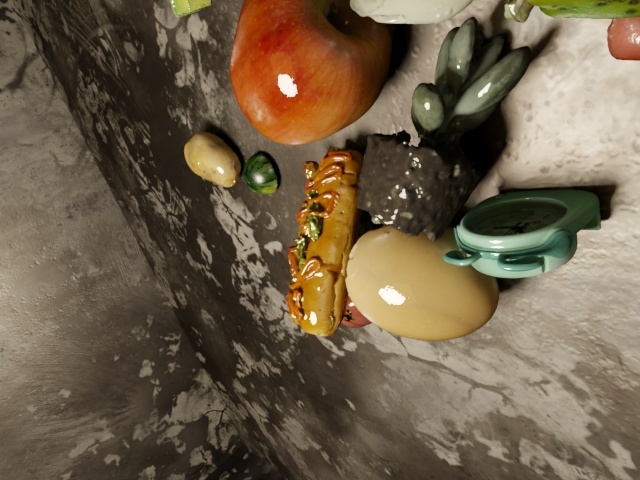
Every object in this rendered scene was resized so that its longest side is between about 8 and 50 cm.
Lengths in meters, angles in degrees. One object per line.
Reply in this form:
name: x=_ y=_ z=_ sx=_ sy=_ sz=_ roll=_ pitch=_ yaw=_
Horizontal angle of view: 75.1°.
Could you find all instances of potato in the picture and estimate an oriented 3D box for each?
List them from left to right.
potato: x=-0.281 y=-0.210 z=1.086 sx=0.178 sy=0.109 sz=0.118 roll=37 pitch=119 yaw=18

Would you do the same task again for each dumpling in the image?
dumpling: x=0.127 y=-0.340 z=0.485 sx=0.181 sy=0.154 sz=0.111 roll=4 pitch=164 yaw=7

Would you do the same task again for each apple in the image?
apple: x=-0.028 y=-0.269 z=0.622 sx=0.241 sy=0.242 sz=0.242 roll=-15 pitch=105 yaw=56

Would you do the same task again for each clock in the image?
clock: x=0.249 y=-0.007 z=0.531 sx=0.148 sy=0.189 sz=0.060 roll=7 pitch=122 yaw=51

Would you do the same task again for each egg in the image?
egg: x=0.164 y=0.064 z=0.681 sx=0.245 sy=0.201 sz=0.201 roll=23 pitch=133 yaw=38

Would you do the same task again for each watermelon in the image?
watermelon: x=-0.151 y=-0.157 z=1.010 sx=0.105 sy=0.062 sz=0.105 roll=35 pitch=140 yaw=36

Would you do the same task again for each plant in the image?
plant: x=0.150 y=-0.141 z=0.552 sx=0.146 sy=0.149 sz=0.274 roll=43 pitch=121 yaw=36

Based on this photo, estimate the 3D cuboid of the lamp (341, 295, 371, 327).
lamp: x=0.055 y=0.112 z=0.907 sx=0.182 sy=0.140 sz=0.182 roll=28 pitch=138 yaw=29

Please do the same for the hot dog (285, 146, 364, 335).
hot dog: x=0.000 y=0.000 z=0.769 sx=0.158 sy=0.117 sz=0.348 roll=-151 pitch=70 yaw=-77

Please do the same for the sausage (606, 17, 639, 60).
sausage: x=0.325 y=-0.200 z=0.395 sx=0.094 sy=0.059 sz=0.054 roll=24 pitch=128 yaw=42

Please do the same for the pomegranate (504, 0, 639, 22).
pomegranate: x=0.249 y=-0.314 z=0.314 sx=0.222 sy=0.276 sz=0.204 roll=30 pitch=-177 yaw=-6

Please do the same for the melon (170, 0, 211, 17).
melon: x=-0.236 y=-0.530 z=0.817 sx=0.210 sy=0.064 sz=0.117 roll=6 pitch=121 yaw=46
